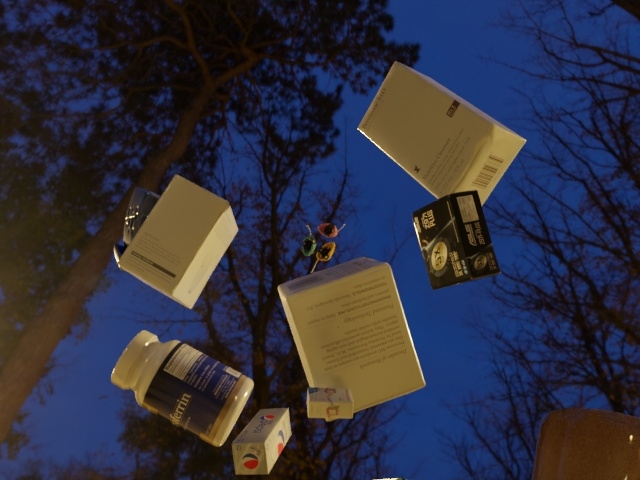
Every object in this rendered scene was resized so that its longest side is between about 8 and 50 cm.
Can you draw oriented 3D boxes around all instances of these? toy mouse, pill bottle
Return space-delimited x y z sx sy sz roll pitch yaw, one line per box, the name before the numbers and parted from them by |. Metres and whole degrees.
toy mouse | 0.000 0.000 1.586 0.161 0.143 0.031 -48 -45 2
pill bottle | -0.287 0.302 1.180 0.264 0.153 0.153 27 -52 3

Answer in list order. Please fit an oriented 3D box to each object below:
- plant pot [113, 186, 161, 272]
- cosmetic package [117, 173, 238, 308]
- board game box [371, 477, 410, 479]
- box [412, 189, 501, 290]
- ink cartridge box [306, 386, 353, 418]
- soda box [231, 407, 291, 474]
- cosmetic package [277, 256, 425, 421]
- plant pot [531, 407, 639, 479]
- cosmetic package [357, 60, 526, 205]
plant pot | -0.415 0.001 1.505 0.236 0.236 0.212 27 -93 -25
cosmetic package | -0.301 0.009 1.241 0.138 0.225 0.224 29 -14 4
board game box | 0.229 0.462 0.990 0.259 0.030 0.136 19 -31 -11
box | 0.282 0.002 1.190 0.077 0.180 0.147 -10 -8 -23
ink cartridge box | 0.026 0.444 1.547 0.122 0.088 0.052 4 -79 -5
soda box | -0.164 0.579 1.647 0.098 0.286 0.091 -6 -89 9
cosmetic package | 0.083 0.292 1.797 0.327 0.329 0.394 -18 -85 -8
plant pot | 0.328 0.357 0.616 0.237 0.254 0.237 24 -29 14
cosmetic package | 0.290 -0.268 1.424 0.156 0.385 0.217 9 -62 -42
